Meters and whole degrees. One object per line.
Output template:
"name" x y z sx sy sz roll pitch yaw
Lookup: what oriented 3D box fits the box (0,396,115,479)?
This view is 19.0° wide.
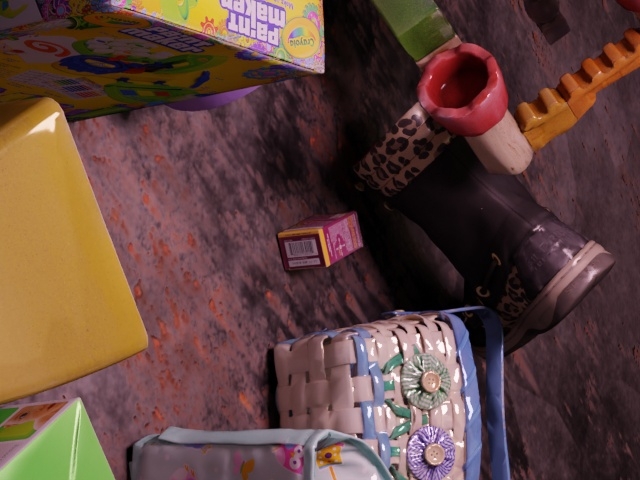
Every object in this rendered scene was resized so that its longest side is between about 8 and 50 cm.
"box" -0.303 0.235 1.353 0.262 0.231 0.127 -43 120 -52

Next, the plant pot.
"plant pot" -0.295 0.030 1.454 0.187 0.212 0.212 -34 112 -40

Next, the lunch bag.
"lunch bag" -0.038 0.279 1.765 0.160 0.223 0.262 -55 128 -40

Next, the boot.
"boot" 0.164 -0.012 2.178 0.284 0.377 0.138 44 79 0

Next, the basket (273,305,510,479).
"basket" 0.096 0.197 2.014 0.289 0.201 0.255 3 80 -47

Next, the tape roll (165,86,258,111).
"tape roll" -0.102 -0.218 1.805 0.080 0.189 0.189 51 44 -38

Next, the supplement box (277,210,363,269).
"supplement box" 0.000 0.000 2.044 0.083 0.055 0.043 -28 109 -55

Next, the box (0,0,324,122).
"box" -0.190 -0.222 1.584 0.290 0.279 0.177 11 74 -57

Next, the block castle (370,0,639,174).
"block castle" 0.170 -0.321 1.994 0.213 0.303 0.453 48 10 -51
